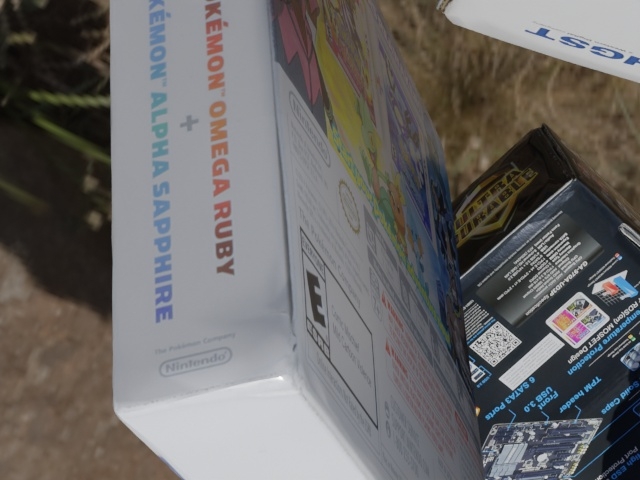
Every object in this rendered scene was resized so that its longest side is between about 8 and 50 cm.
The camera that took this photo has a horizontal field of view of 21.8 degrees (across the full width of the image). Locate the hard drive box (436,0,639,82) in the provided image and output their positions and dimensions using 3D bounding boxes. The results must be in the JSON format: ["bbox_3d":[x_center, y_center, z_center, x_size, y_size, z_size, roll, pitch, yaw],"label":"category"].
[{"bbox_3d":[0.130,-0.078,0.287,0.181,0.232,0.089,17,83,-3],"label":"hard drive box"}]

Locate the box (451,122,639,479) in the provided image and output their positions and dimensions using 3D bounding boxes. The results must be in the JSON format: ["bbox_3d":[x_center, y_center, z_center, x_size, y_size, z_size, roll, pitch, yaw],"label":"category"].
[{"bbox_3d":[0.075,0.080,0.729,0.220,0.051,0.175,-43,121,14],"label":"box"}]

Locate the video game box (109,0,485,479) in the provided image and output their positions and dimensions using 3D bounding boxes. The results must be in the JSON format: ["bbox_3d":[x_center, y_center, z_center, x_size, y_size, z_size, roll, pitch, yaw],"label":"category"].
[{"bbox_3d":[0.000,0.000,0.459,0.048,0.187,0.205,-11,148,14],"label":"video game box"}]
